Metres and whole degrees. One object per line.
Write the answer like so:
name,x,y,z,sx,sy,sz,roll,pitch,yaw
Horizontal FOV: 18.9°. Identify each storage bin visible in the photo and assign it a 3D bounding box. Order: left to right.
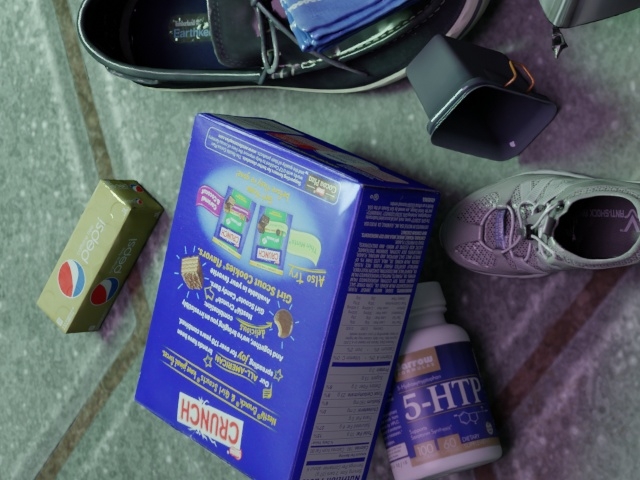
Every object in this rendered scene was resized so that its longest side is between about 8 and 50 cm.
storage bin,0.153,-0.149,1.874,0.098,0.135,0.091,-48,55,28

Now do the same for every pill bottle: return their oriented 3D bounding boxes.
pill bottle,0.104,0.142,1.922,0.112,0.112,0.186,-23,78,35

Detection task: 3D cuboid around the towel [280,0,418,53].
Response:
towel,0.035,-0.359,1.910,0.243,0.040,0.336,-27,59,6

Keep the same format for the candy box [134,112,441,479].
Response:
candy box,-0.041,0.061,1.914,0.268,0.122,0.317,26,106,46

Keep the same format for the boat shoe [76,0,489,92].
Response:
boat shoe,-0.048,-0.244,2.004,0.500,0.156,0.186,-4,87,36

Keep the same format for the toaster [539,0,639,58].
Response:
toaster,0.262,-0.291,1.755,0.168,0.110,0.185,-20,75,-6

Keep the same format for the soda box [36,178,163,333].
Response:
soda box,-0.255,0.018,2.224,0.061,0.058,0.181,43,115,29

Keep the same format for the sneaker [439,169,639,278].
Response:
sneaker,0.224,-0.020,1.825,0.281,0.115,0.105,-7,87,37
